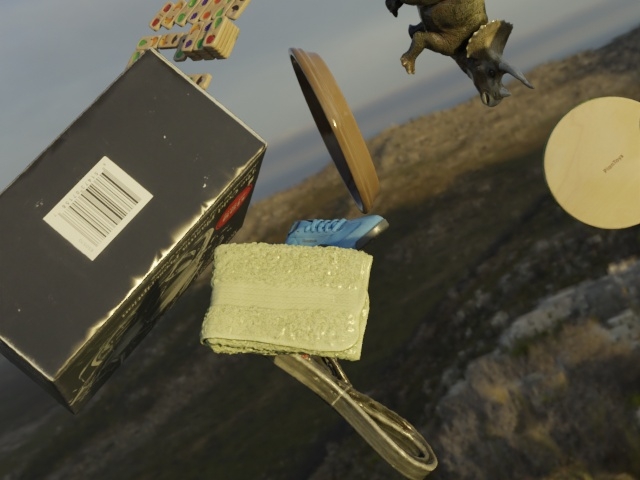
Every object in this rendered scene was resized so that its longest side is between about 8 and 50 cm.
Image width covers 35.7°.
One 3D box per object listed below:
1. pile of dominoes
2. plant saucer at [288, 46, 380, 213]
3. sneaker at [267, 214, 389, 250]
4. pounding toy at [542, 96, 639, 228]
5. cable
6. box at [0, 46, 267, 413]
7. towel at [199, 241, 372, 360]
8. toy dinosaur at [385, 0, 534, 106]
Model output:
[{"bbox_3d":[-0.236,-0.337,1.648,0.251,0.040,0.196,5,67,41],"label":"pile of dominoes"},{"bbox_3d":[0.024,-0.173,1.520,0.041,0.278,0.278,-26,5,-2],"label":"plant saucer"},{"bbox_3d":[0.000,0.000,1.352,0.209,0.082,0.069,-28,0,41],"label":"sneaker"},{"bbox_3d":[0.428,-0.111,1.404,0.237,0.183,0.110,-15,-4,6],"label":"pounding toy"},{"bbox_3d":[0.014,0.135,1.048,0.072,0.287,0.139,-52,-17,12],"label":"cable"},{"bbox_3d":[-0.247,0.004,1.168,0.343,0.179,0.312,-50,-2,-18],"label":"box"},{"bbox_3d":[-0.030,0.051,0.889,0.148,0.110,0.027,3,-26,7],"label":"towel"},{"bbox_3d":[0.161,-0.327,1.348,0.160,0.313,0.121,-18,23,31],"label":"toy dinosaur"}]
